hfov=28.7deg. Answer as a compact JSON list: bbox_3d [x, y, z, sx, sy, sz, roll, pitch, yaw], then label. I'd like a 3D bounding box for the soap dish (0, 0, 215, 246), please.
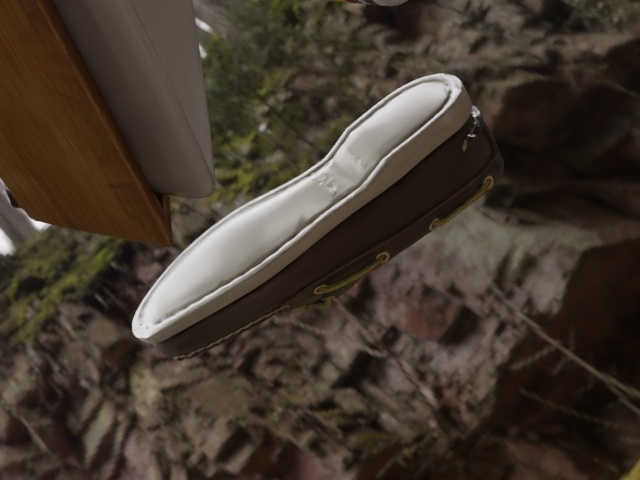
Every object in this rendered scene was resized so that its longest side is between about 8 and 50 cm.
[{"bbox_3d":[-0.148,-0.155,0.659,0.118,0.229,0.291,-12,-30,3],"label":"soap dish"}]

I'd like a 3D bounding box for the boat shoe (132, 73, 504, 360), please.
[{"bbox_3d":[0.000,0.000,0.998,0.324,0.116,0.097,-37,-59,1],"label":"boat shoe"}]

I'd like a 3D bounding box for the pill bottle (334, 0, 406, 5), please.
[{"bbox_3d":[0.009,-0.242,0.954,0.117,0.215,0.117,-35,-50,-56],"label":"pill bottle"}]
